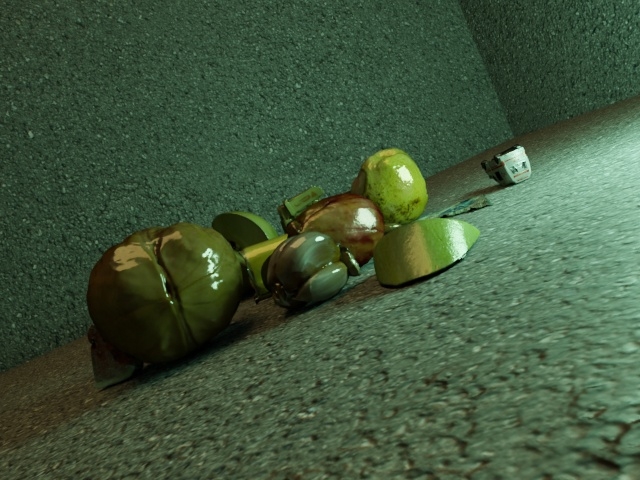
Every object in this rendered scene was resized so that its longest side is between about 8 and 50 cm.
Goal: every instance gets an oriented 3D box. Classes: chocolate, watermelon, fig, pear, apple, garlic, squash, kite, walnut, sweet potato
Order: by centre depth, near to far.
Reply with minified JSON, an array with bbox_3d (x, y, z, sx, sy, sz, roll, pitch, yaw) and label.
[{"bbox_3d":[0.196,0.049,1.172,0.237,0.154,0.204,-24,-32,26],"label":"squash"},{"bbox_3d":[-0.041,0.063,1.324,0.191,0.160,0.214,-21,6,-26],"label":"garlic"},{"bbox_3d":[-0.359,0.118,1.376,0.354,0.307,0.398,-12,8,-12],"label":"walnut"},{"bbox_3d":[-0.509,0.285,1.414,0.121,0.158,0.098,-51,-3,16],"label":"watermelon"},{"bbox_3d":[0.038,-0.011,1.508,0.263,0.223,0.224,-30,7,-26],"label":"fig"},{"bbox_3d":[-0.121,0.122,1.588,0.124,0.124,0.236,-28,-18,-39],"label":"fig"},{"bbox_3d":[0.378,-0.081,1.749,0.369,0.014,0.406,-26,5,-33],"label":"kite"},{"bbox_3d":[-0.023,0.033,1.818,0.446,0.162,0.162,-20,4,-10],"label":"chocolate"},{"bbox_3d":[0.147,-0.018,1.955,0.256,0.058,0.078,-16,-10,36],"label":"sweet potato"},{"bbox_3d":[-0.282,0.039,1.982,0.292,0.254,0.292,-51,-19,-25],"label":"apple"},{"bbox_3d":[0.244,-0.178,1.989,0.271,0.271,0.271,-24,5,2],"label":"pear"}]

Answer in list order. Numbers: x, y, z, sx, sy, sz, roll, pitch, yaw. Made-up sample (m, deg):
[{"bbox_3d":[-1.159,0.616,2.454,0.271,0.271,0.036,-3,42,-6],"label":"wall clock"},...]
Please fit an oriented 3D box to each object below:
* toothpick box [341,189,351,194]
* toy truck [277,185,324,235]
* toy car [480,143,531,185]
[{"bbox_3d":[0.150,-0.103,2.135,0.111,0.180,0.111,-24,3,1],"label":"toothpick box"},{"bbox_3d":[-0.112,-0.030,2.255,0.405,0.253,0.181,-28,9,-11],"label":"toy truck"},{"bbox_3d":[0.585,-0.228,1.842,0.090,0.108,0.210,-26,0,-2],"label":"toy car"}]
